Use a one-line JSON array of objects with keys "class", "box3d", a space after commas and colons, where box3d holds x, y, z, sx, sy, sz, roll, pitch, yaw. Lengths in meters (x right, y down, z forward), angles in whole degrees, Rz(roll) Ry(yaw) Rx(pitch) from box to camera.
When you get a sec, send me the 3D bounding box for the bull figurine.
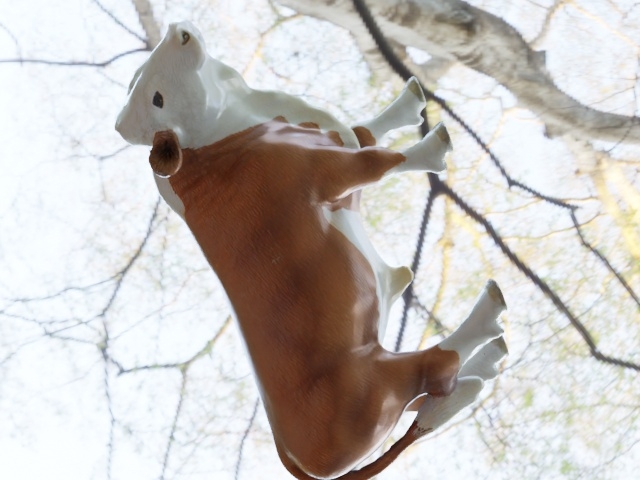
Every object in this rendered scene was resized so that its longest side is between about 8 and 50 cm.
[{"class": "bull figurine", "box3d": [0.000, 0.000, 0.656, 0.188, 0.101, 0.310, -19, -79, 0]}]
